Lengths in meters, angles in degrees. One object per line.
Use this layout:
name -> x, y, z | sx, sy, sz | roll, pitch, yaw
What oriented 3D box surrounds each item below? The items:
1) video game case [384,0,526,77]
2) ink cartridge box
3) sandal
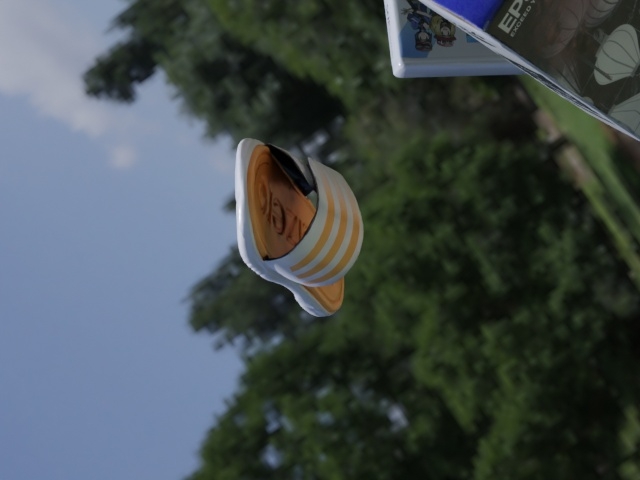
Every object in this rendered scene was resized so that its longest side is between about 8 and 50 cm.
video game case -> 0.218, -0.313, 1.786 | 0.036, 0.329, 0.300 | 127, 138, -70
ink cartridge box -> 0.171, -0.184, 1.143 | 0.065, 0.165, 0.333 | 35, -172, 38
sandal -> 0.000, -0.010, 1.366 | 0.265, 0.076, 0.102 | 45, -138, -67
